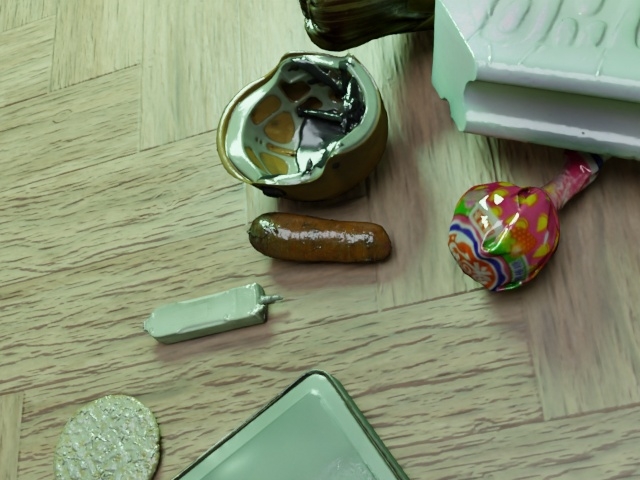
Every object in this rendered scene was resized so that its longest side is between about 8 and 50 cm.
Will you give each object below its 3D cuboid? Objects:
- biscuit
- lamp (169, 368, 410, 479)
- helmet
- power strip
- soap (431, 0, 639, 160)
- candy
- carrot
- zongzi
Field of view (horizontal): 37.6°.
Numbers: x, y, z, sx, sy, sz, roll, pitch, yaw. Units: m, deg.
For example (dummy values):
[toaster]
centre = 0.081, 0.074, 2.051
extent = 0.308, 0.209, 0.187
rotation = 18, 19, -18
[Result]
[biscuit]
centre = -0.262, 0.261, 1.157
extent = 0.152, 0.020, 0.152
rotation = -9, 61, 17
[lamp]
centre = -0.031, 0.310, 1.019
extent = 0.269, 0.047, 0.266
rotation = -38, 57, 0
[helmet]
centre = -0.009, -0.130, 1.192
extent = 0.224, 0.130, 0.198
rotation = -6, 61, 33
[power strip]
centre = -0.135, 0.092, 1.186
extent = 0.191, 0.030, 0.048
rotation = -14, 58, 16
[soap]
centre = 0.291, -0.204, 1.053
extent = 0.346, 0.115, 0.208
rotation = 12, 50, 20
[candy]
centre = 0.298, -0.081, 1.068
extent = 0.365, 0.124, 0.124
rotation = -39, 56, -10
[carrot]
centre = 0.000, 0.000, 1.164
extent = 0.186, 0.060, 0.060
rotation = 7, 67, 18
[zongzi]
centre = 0.148, -0.303, 1.184
extent = 0.288, 0.134, 0.286
rotation = 34, 53, 23
